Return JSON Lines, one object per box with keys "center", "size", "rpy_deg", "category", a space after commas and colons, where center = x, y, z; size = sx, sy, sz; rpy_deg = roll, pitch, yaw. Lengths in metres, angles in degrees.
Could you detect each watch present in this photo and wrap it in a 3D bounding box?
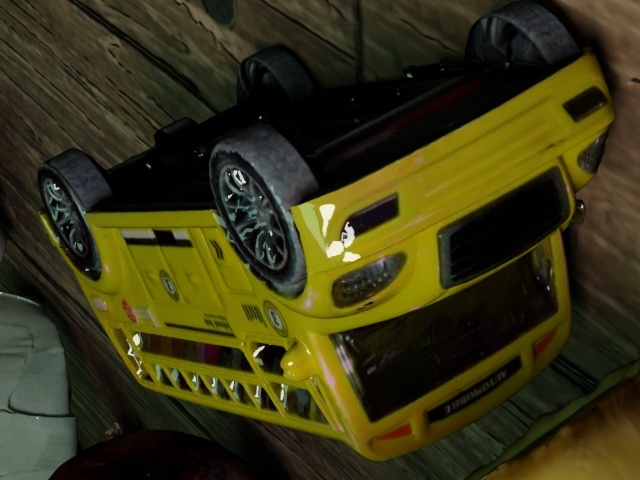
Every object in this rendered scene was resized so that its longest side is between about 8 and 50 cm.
{"center": [-0.256, 0.172, 1.335], "size": [0.241, 0.161, 0.253], "rpy_deg": [129, 130, -57], "category": "watch"}

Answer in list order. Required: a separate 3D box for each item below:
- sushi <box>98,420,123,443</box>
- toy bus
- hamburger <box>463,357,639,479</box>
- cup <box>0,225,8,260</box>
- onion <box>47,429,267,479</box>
{"center": [-0.148, 0.182, 1.277], "size": [0.050, 0.047, 0.099], "rpy_deg": [25, 146, 48], "category": "sushi"}
{"center": [0.000, 0.000, 0.721], "size": [0.331, 0.145, 0.151], "rpy_deg": [2, 117, 64], "category": "toy bus"}
{"center": [0.073, 0.191, 0.651], "size": [0.186, 0.261, 0.303], "rpy_deg": [55, 169, 6], "category": "hamburger"}
{"center": [-0.326, -0.042, 1.272], "size": [0.173, 0.167, 0.300], "rpy_deg": [61, -178, -16], "category": "cup"}
{"center": [-0.089, 0.245, 1.043], "size": [0.280, 0.221, 0.281], "rpy_deg": [12, 116, 26], "category": "onion"}
